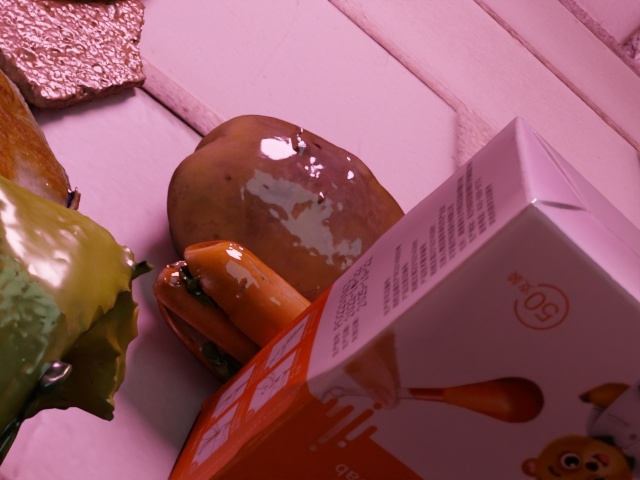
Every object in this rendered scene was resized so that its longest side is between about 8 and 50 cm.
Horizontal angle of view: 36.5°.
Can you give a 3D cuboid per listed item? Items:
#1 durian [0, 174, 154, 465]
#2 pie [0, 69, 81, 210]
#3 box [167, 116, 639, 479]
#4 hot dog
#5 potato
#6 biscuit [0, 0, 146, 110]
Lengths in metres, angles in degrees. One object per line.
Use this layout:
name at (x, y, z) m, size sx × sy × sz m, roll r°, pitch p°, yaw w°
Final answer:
durian at (-0.246, 0.057, 0.449) m, size 0.340 × 0.204 × 0.255 m, roll 30°, pitch 47°, yaw -25°
pie at (-0.280, -0.093, 0.687) m, size 0.274 × 0.105 × 0.257 m, roll 61°, pitch 19°, yaw 17°
box at (0.083, 0.123, 0.640) m, size 0.225 × 0.341 × 0.143 m, roll 40°, pitch 24°, yaw -13°
hot dog at (-0.028, 0.098, 0.759) m, size 0.249 × 0.100 × 0.068 m, roll 41°, pitch 35°, yaw -16°
potato at (0.000, 0.000, 0.869) m, size 0.296 × 0.141 × 0.191 m, roll 35°, pitch 36°, yaw -24°
biscuit at (-0.225, -0.188, 0.910) m, size 0.131 × 0.026 × 0.237 m, roll 50°, pitch 30°, yaw 4°
